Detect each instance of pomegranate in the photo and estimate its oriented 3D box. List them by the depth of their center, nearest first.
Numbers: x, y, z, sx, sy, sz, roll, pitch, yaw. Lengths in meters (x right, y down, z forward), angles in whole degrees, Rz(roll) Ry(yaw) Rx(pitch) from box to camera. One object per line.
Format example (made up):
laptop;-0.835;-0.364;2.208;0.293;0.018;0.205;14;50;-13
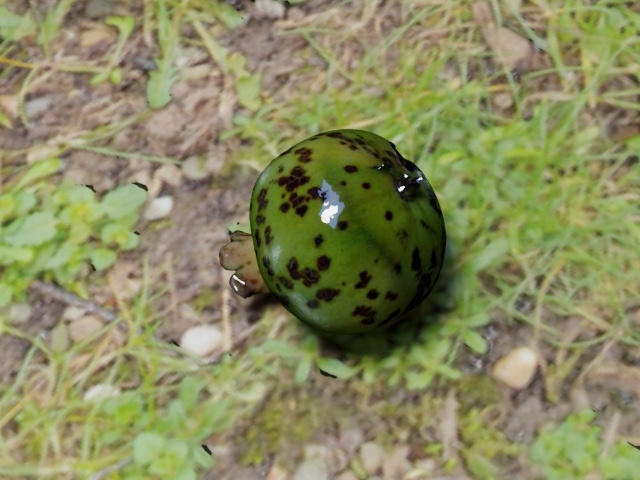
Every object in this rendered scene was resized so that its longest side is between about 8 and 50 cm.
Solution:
pomegranate;0.000;0.000;1.165;0.161;0.122;0.122;-18;48;36
